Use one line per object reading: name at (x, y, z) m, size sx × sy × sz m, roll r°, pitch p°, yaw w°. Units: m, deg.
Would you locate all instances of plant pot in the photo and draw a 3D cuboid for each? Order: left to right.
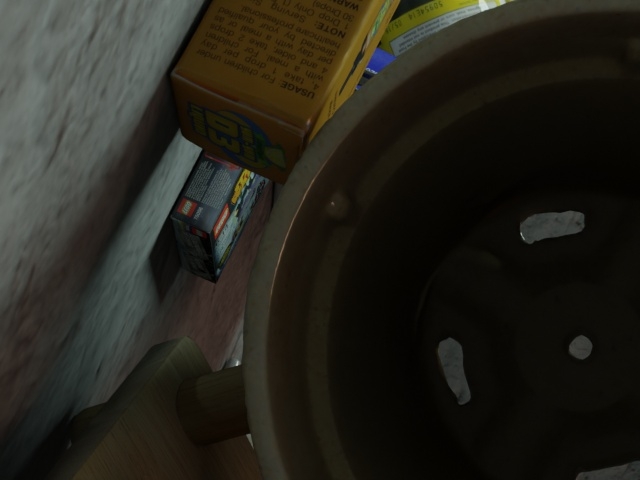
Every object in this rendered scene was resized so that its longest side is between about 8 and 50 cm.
plant pot at (0.152, 0.060, 0.711) m, size 0.305 × 0.334 × 0.334 m, roll 20°, pitch 94°, yaw -80°

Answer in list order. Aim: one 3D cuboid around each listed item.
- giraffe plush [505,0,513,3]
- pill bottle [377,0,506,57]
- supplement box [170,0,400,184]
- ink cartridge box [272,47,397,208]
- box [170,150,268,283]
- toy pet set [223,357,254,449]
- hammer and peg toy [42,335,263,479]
giraffe plush at (0.215, -0.327, 1.495) m, size 0.170 × 0.210 × 0.181 m, roll -37°, pitch -166°, yaw 29°
pill bottle at (0.124, -0.118, 1.075) m, size 0.119 × 0.119 × 0.208 m, roll 90°, pitch -21°, yaw -84°
supplement box at (0.008, -0.147, 0.655) m, size 0.078 × 0.080 × 0.233 m, roll 95°, pitch 18°, yaw -69°
ink cartridge box at (0.051, -0.054, 0.948) m, size 0.065 × 0.165 × 0.332 m, roll -60°, pitch 173°, yaw -21°
box at (-0.046, -0.051, 0.776) m, size 0.094 × 0.027 × 0.137 m, roll 93°, pitch 21°, yaw -71°
toy pet set at (-0.085, 0.162, 1.208) m, size 0.122 × 0.065 × 0.114 m, roll 107°, pitch -27°, yaw -64°
hammer and peg toy at (-0.039, 0.258, 0.633) m, size 0.361 × 0.127 × 0.266 m, roll 65°, pitch 26°, yaw -15°
